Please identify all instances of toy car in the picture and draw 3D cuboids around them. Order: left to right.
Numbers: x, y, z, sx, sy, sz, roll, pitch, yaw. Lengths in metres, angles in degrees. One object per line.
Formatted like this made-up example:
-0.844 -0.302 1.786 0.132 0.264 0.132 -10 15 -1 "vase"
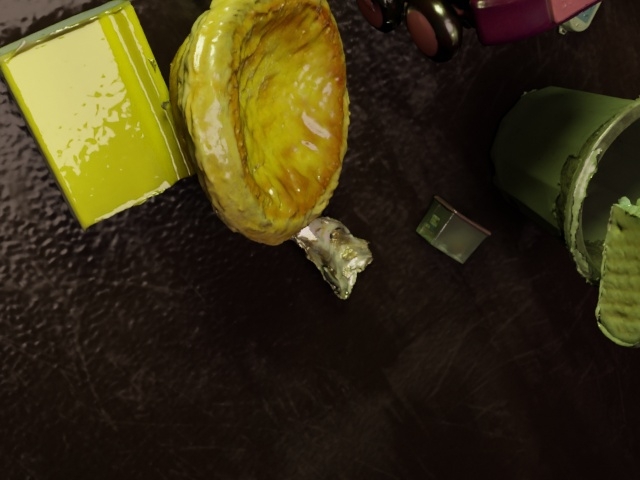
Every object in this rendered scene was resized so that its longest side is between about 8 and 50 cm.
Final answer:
0.163 -0.368 0.978 0.271 0.340 0.240 -32 128 -15 "toy car"

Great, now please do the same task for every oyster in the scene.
0.003 0.002 1.212 0.106 0.061 0.200 -46 126 -26 "oyster"

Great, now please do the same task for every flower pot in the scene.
0.380 -0.089 1.240 0.290 0.259 0.290 -10 113 -24 "flower pot"

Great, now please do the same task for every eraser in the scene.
-0.247 -0.142 1.012 0.158 0.069 0.226 -28 119 -13 "eraser"

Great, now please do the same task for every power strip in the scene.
0.390 -0.377 1.273 0.047 0.030 0.191 22 98 -32 "power strip"

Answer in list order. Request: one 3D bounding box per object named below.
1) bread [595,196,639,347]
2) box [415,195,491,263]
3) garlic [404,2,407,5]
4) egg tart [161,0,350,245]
0.392 0.029 1.067 0.064 0.172 0.232 -12 158 -22 "bread"
0.188 -0.013 1.288 0.084 0.060 0.063 28 99 -33 "box"
0.133 -0.318 1.154 0.083 0.053 0.041 -11 90 -18 "garlic"
-0.077 -0.156 1.033 0.319 0.128 0.319 -12 104 -57 "egg tart"
